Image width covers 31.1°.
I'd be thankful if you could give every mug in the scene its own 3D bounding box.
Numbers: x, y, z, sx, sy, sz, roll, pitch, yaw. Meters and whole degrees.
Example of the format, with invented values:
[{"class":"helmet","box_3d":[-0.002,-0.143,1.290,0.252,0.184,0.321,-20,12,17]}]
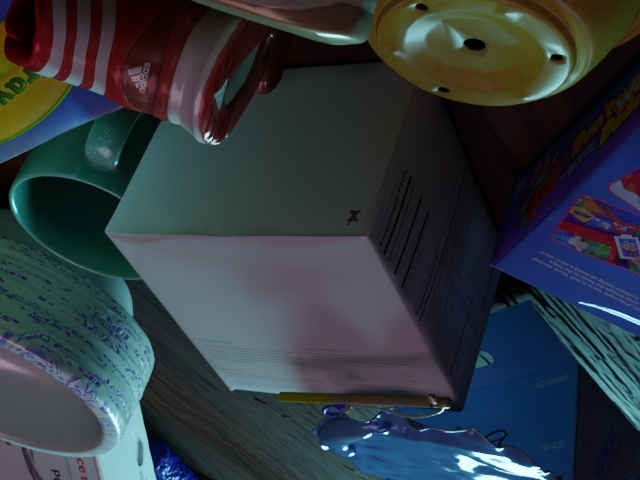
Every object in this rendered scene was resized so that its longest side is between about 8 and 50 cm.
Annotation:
[{"class":"mug","box_3d":[-0.148,-0.049,0.867,0.158,0.097,0.129,-17,132,44]}]

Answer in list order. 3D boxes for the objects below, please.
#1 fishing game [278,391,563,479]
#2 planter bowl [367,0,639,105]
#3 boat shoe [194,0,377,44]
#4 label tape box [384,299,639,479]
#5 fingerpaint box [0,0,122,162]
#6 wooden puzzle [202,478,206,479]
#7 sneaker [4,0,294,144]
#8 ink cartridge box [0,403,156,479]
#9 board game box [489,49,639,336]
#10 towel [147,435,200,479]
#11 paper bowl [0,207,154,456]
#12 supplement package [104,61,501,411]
[{"class":"fishing game","box_3d":[0.088,0.156,0.852,0.189,0.041,0.264,-6,149,40]},{"class":"planter bowl","box_3d":[0.085,-0.130,0.580,0.217,0.090,0.217,12,156,5]},{"class":"boat shoe","box_3d":[-0.101,-0.164,0.456,0.285,0.092,0.103,22,-173,6]},{"class":"label tape box","box_3d":[0.182,0.231,1.017,0.333,0.106,0.241,48,141,-14]},{"class":"fingerpaint box","box_3d":[-0.379,-0.155,0.613,0.445,0.163,0.371,-24,133,11]},{"class":"wooden puzzle","box_3d":[-0.148,0.337,1.534,0.049,0.006,0.083,29,148,-13]},{"class":"sneaker","box_3d":[-0.080,-0.123,0.584,0.128,0.221,0.087,20,109,2]},{"class":"ink cartridge box","box_3d":[-0.316,0.243,1.356,0.218,0.092,0.158,1,113,26]},{"class":"board game box","box_3d":[0.314,0.011,0.706,0.347,0.078,0.233,26,148,-7]},{"class":"towel","box_3d":[-0.222,0.348,1.532,0.228,0.076,0.308,-5,138,28]},{"class":"paper bowl","box_3d":[-0.295,0.079,1.097,0.284,0.148,0.284,14,148,9]},{"class":"supplement package","box_3d":[0.000,0.000,0.804,0.194,0.149,0.203,1,143,27]}]
